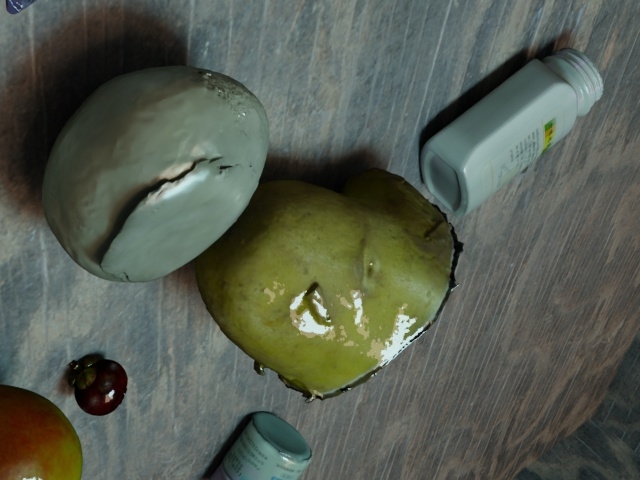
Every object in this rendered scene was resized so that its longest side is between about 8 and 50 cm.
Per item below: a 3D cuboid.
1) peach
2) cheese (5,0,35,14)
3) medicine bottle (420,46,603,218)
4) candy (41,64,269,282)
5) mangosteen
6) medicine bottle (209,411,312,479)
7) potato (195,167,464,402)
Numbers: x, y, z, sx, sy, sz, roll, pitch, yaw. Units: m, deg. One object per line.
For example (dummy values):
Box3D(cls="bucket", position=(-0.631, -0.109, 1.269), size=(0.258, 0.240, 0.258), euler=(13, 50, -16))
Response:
Box3D(cls="peach", position=(-0.412, 0.285, 1.402), size=(0.231, 0.231, 0.231), euler=(-34, 150, -23))
Box3D(cls="cheese", position=(-0.220, -0.281, 1.104), size=(0.191, 0.042, 0.105), euler=(-28, 147, -33))
Box3D(cls="medicine bottle", position=(0.318, -0.188, 1.894), size=(0.324, 0.124, 0.179), euler=(-37, 152, -16))
Box3D(cls="candy", position=(-0.182, -0.082, 1.269), size=(0.295, 0.185, 0.295), euler=(-37, 167, -10))
Box3D(cls="mangosteen", position=(-0.306, 0.201, 1.582), size=(0.081, 0.081, 0.081), euler=(-34, 150, -23))
Box3D(cls="medicine bottle", position=(-0.111, 0.412, 2.060), size=(0.168, 0.135, 0.135), euler=(-53, 152, 14))
Box3D(cls="potato", position=(0.000, 0.000, 1.592), size=(0.296, 0.290, 0.397), euler=(51, 61, -35))
